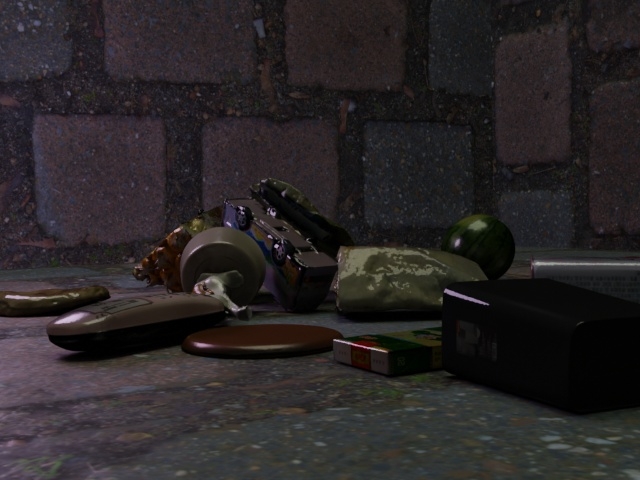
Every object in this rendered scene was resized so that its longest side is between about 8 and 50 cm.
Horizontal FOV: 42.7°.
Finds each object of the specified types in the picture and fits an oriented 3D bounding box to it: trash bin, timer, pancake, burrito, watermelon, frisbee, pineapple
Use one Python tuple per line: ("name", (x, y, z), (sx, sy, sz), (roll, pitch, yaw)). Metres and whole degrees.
("trash bin", (0.265, 0.115, 0.920), (0.165, 0.115, 0.225), (-1, 6, -23))
("timer", (-0.198, 0.095, 1.557), (0.175, 0.175, 0.266), (-1, 18, 0))
("pancake", (-0.603, 0.128, 1.812), (0.294, 0.049, 0.294), (-3, 2, 0))
("burrito", (0.187, 0.081, 1.586), (0.331, 0.135, 0.190), (2, -5, -4))
("watermelon", (0.408, 0.035, 2.163), (0.188, 0.215, 0.188), (35, 3, -2))
("frisbee", (-0.088, 0.152, 1.263), (0.250, 0.021, 0.251), (-2, 1, 0))
("pineapple", (-0.299, 0.077, 1.976), (0.286, 0.209, 0.344), (-38, 0, 22))

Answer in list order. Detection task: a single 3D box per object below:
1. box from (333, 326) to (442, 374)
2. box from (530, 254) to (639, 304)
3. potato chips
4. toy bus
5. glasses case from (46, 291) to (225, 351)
("box", (0.150, 0.143, 1.106), (0.235, 0.034, 0.132), (-3, 3, -29))
("box", (0.594, 0.080, 1.580), (0.369, 0.112, 0.190), (-1, 3, 13))
("potato chips", (0.000, 0.000, 1.936), (0.429, 0.070, 0.358), (29, -14, 11))
("toy bus", (-0.102, 0.023, 1.751), (0.112, 0.138, 0.317), (0, 27, -41))
("glasses case", (-0.279, 0.125, 1.286), (0.122, 0.075, 0.314), (-6, 0, 37))
